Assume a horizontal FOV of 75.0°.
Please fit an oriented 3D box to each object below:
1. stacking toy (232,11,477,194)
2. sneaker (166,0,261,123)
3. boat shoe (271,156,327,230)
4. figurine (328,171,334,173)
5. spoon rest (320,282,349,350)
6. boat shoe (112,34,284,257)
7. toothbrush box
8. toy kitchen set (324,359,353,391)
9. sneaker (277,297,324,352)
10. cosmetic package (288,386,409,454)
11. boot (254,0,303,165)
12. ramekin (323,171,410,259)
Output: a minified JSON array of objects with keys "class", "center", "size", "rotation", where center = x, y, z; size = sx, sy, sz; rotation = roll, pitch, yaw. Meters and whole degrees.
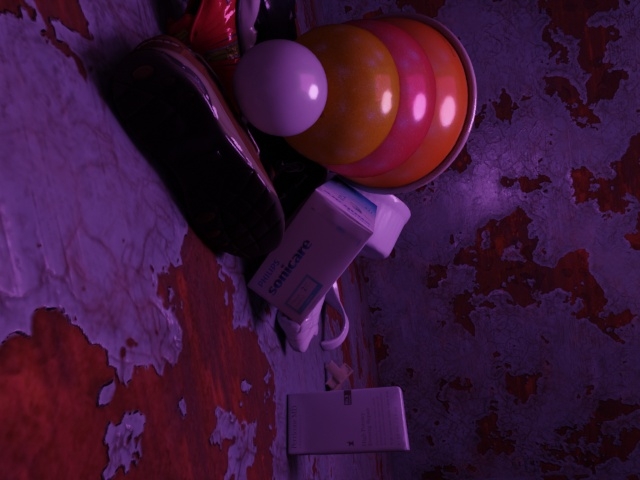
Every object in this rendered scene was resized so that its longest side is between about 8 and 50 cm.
[{"class":"stacking toy","center":[0.031,-0.236,0.679],"size":[0.480,0.351,0.350],"rotation":[-18,100,-57]},{"class":"sneaker","center":[-0.160,-0.283,0.603],"size":[0.107,0.118,0.278],"rotation":[41,-46,46]},{"class":"boat shoe","center":[-0.064,-0.119,0.880],"size":[0.079,0.095,0.254],"rotation":[57,49,-31]},{"class":"figurine","center":[0.068,-0.200,1.274],"size":[0.215,0.092,0.209],"rotation":[-50,-173,-29]},{"class":"spoon rest","center":[0.043,0.204,1.308],"size":[0.137,0.084,0.276],"rotation":[68,18,-53]},{"class":"boat shoe","center":[-0.130,-0.110,0.546],"size":[0.324,0.123,0.119],"rotation":[70,10,-47]},{"class":"toothbrush box","center":[0.000,0.000,0.832],"size":[0.126,0.216,0.295],"rotation":[37,15,0]},{"class":"toy kitchen set","center":[0.049,0.403,1.246],"size":[0.068,0.083,0.075],"rotation":[40,-14,31]},{"class":"sneaker","center":[-0.037,0.164,0.951],"size":[0.232,0.091,0.115],"rotation":[-58,146,-60]},{"class":"cosmetic package","center":[0.054,0.363,0.835],"size":[0.085,0.231,0.117],"rotation":[64,20,-59]},{"class":"boot","center":[-0.074,-0.419,0.986],"size":[0.445,0.146,0.367],"rotation":[67,26,-43]},{"class":"ramekin","center":[0.083,-0.055,1.100],"size":[0.135,0.277,0.277],"rotation":[-67,163,-8]}]
